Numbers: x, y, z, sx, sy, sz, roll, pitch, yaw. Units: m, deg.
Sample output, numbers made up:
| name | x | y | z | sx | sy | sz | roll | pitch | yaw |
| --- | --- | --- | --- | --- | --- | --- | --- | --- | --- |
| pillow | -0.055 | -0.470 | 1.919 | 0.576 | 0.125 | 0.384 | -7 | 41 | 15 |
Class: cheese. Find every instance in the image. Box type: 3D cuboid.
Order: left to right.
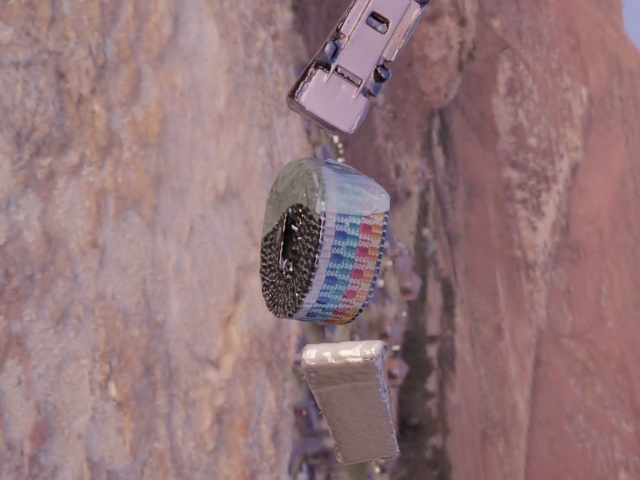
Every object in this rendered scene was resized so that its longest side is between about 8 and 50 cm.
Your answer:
| name | x | y | z | sx | sy | sz | roll | pitch | yaw |
| --- | --- | --- | --- | --- | --- | --- | --- | --- | --- |
| cheese | 0.041 | 0.189 | 1.050 | 0.400 | 0.085 | 0.034 | 78 | 8 | -64 |

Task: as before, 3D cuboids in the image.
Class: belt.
| name | x | y | z | sx | sy | sz | roll | pitch | yaw |
| --- | --- | --- | --- | --- | --- | --- | --- | --- | --- |
| belt | 0.000 | 0.000 | 1.494 | 0.207 | 0.150 | 0.258 | 8 | -90 | 60 |

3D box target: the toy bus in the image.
| name | x | y | z | sx | sy | sz | roll | pitch | yaw |
| --- | --- | --- | --- | --- | --- | --- | --- | --- | --- |
| toy bus | 0.071 | -0.302 | 1.346 | 0.317 | 0.112 | 0.138 | -58 | -170 | -4 |
